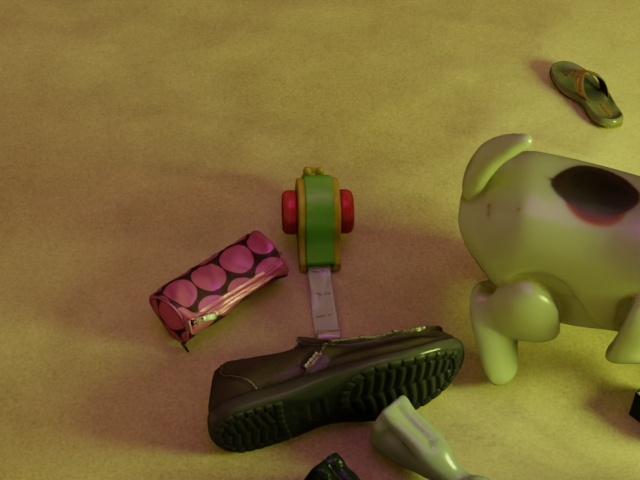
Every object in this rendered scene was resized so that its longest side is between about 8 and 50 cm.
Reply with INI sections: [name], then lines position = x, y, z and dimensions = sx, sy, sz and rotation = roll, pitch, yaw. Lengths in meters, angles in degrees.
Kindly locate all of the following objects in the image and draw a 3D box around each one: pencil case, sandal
[pencil case]
position = -0.141, 0.067, 1.813
dimensions = 0.209, 0.095, 0.098
rotation = -36, 22, -28
[sandal]
position = 0.470, -0.264, 2.179
dimensions = 0.072, 0.049, 0.180
rotation = -18, 49, -18

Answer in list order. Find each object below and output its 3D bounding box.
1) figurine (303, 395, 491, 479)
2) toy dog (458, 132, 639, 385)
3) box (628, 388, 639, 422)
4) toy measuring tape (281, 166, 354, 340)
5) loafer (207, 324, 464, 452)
[figurine]
position = 0.119, 0.328, 1.585
dimensions = 0.209, 0.092, 0.215
rotation = 41, 56, 22
[toy dog]
position = 0.415, -0.011, 1.668
dimensions = 0.408, 0.395, 0.284
rotation = -4, 33, 25
[box]
position = 0.476, 0.231, 1.703
dimensions = 0.062, 0.052, 0.083
rotation = -34, 55, -29
[toy measuring tape]
position = 0.000, 0.000, 1.865
dimensions = 0.121, 0.121, 0.330
rotation = -2, 46, -4
[loafer]
position = 0.016, 0.170, 1.687
dimensions = 0.366, 0.133, 0.130
rotation = -12, 48, -13
